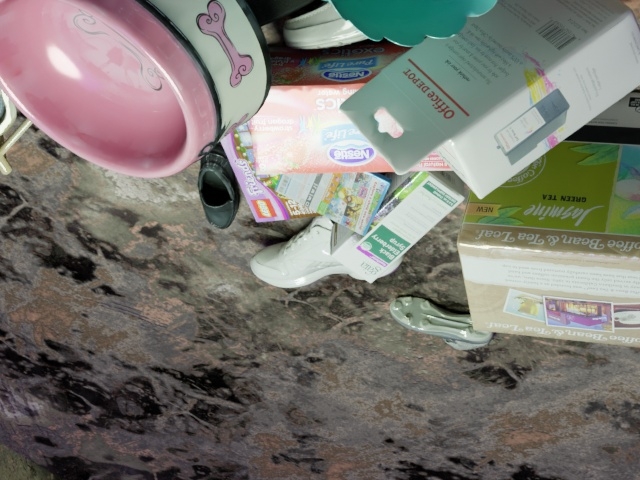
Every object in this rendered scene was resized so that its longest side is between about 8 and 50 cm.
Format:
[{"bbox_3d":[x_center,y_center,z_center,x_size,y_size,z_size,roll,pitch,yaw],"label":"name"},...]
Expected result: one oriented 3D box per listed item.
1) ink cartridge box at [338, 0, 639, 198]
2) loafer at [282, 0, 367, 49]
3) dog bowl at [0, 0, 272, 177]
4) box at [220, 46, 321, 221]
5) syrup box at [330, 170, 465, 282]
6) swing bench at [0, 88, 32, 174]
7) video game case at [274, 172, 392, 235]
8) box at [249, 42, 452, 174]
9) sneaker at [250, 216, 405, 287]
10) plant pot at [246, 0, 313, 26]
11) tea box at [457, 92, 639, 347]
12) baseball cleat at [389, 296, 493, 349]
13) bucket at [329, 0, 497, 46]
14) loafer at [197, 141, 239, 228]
[{"bbox_3d":[0.224,-0.197,1.560,0.353,0.207,0.119,-35,132,0],"label":"ink cartridge box"},{"bbox_3d":[0.073,-0.346,1.686,0.320,0.112,0.111,-11,100,37],"label":"loafer"},{"bbox_3d":[-0.279,-0.250,1.602,0.408,0.150,0.408,21,147,15],"label":"dog bowl"},{"bbox_3d":[-0.063,-0.169,1.950,0.201,0.057,0.293,-5,124,30],"label":"box"},{"bbox_3d":[0.125,-0.045,1.996,0.093,0.096,0.237,34,120,-21],"label":"syrup box"},{"bbox_3d":[-0.548,-0.278,1.885,0.165,0.253,0.255,-46,120,7],"label":"swing bench"},{"bbox_3d":[0.019,-0.089,1.921,0.166,0.015,0.119,27,129,3],"label":"video game case"},{"bbox_3d":[0.050,-0.195,1.771,0.300,0.142,0.154,0,123,7],"label":"box"},{"bbox_3d":[0.000,0.000,2.193,0.305,0.114,0.152,-8,123,27],"label":"sneaker"},{"bbox_3d":[-0.072,-0.406,1.585,0.167,0.188,0.187,-10,141,1],"label":"plant pot"},{"bbox_3d":[0.400,-0.036,1.749,0.329,0.323,0.220,4,142,19],"label":"tea box"},{"bbox_3d":[0.232,0.171,2.328,0.206,0.072,0.109,16,152,10],"label":"baseball cleat"},{"bbox_3d":[0.094,-0.389,1.437,0.281,0.183,0.281,-15,132,-18],"label":"bucket"},{"bbox_3d":[-0.190,-0.087,2.161,0.076,0.078,0.223,14,145,7],"label":"loafer"}]
